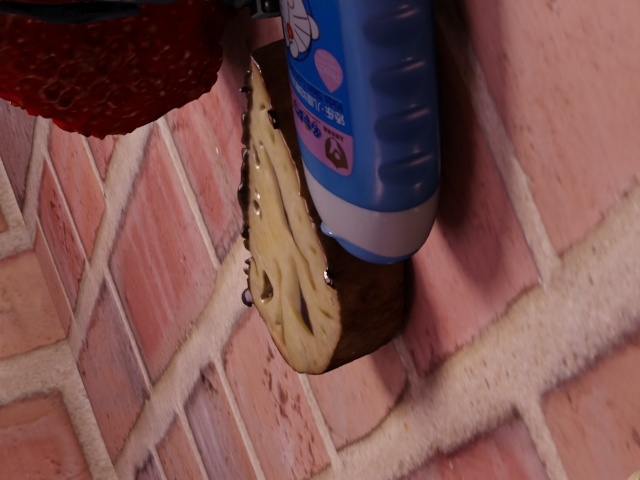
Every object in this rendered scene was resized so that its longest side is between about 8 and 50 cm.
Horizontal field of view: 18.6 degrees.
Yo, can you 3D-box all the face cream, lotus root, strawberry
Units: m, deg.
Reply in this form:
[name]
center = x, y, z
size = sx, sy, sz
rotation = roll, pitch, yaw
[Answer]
[face cream]
center = 0.024, -0.100, 1.165
size = 0.149, 0.083, 0.264
rotation = -122, 19, -50
[lotus root]
center = 0.000, 0.000, 1.393
size = 0.260, 0.074, 0.170
rotation = 95, 152, -53
[strawberry]
center = -0.198, -0.208, 1.533
size = 0.261, 0.258, 0.261
rotation = 53, 161, 28

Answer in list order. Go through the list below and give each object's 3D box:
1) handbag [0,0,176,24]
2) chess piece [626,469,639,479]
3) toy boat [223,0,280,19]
[handbag]
center = -0.169, -0.256, 1.269
size = 0.263, 0.241, 0.222
rotation = 164, 107, -77
[chess piece]
center = 0.174, 0.130, 1.011
size = 0.092, 0.035, 0.035
rotation = 129, 122, -77
[toy boat]
center = -0.036, -0.178, 1.337
size = 0.141, 0.055, 0.060
rotation = 164, 94, -75
